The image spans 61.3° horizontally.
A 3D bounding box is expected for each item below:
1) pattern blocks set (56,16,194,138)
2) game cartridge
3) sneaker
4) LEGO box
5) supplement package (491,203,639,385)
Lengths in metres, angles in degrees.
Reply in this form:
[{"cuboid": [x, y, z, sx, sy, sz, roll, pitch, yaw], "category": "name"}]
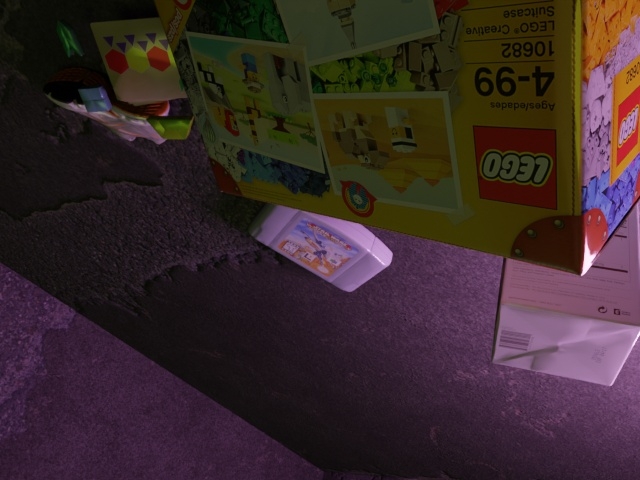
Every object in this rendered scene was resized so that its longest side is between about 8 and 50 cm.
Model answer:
[{"cuboid": [-0.277, -0.303, 0.907, 0.324, 0.026, 0.285, 8, 129, 8], "category": "pattern blocks set"}, {"cuboid": [0.000, 0.000, 1.202, 0.297, 0.062, 0.198, 31, 148, -11], "category": "game cartridge"}, {"cuboid": [-0.418, -0.251, 1.069, 0.262, 0.099, 0.121, 18, 149, 8], "category": "sneaker"}, {"cuboid": [0.054, -0.218, 0.565, 0.500, 0.193, 0.373, 15, 130, 43], "category": "LEGO box"}, {"cuboid": [0.374, 0.039, 0.835, 0.175, 0.293, 0.178, 8, 142, 19], "category": "supplement package"}]
